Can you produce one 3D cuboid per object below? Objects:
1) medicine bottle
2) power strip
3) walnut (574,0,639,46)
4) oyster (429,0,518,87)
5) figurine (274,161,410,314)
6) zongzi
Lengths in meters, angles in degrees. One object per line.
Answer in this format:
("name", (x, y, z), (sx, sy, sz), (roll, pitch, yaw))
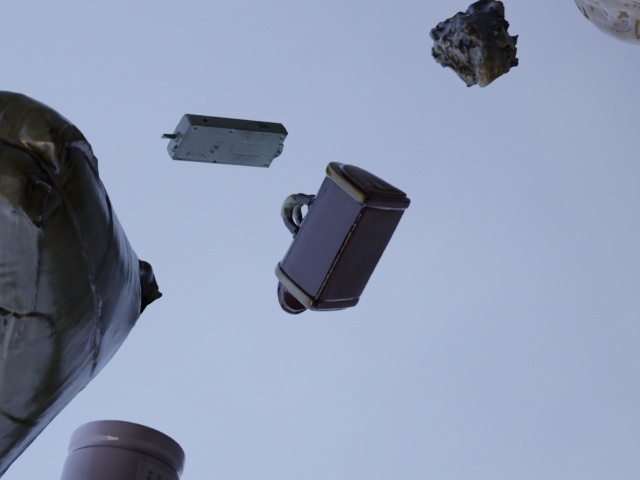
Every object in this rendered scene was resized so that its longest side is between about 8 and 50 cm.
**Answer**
("medicine bottle", (-0.226, 0.326, 1.444), (0.133, 0.133, 0.250), (35, -132, -32))
("power strip", (-0.094, -0.096, 1.321), (0.136, 0.051, 0.019), (2, -135, -37))
("walnut", (0.318, -0.272, 1.193), (0.225, 0.261, 0.225), (-1, -88, -40))
("oyster", (0.172, -0.219, 1.513), (0.051, 0.103, 0.148), (77, 175, -47))
("figurine", (0.000, 0.001, 1.263), (0.098, 0.154, 0.082), (37, -162, 24))
("zongzi", (-0.241, 0.075, 0.902), (0.145, 0.300, 0.274), (27, 160, 14))
